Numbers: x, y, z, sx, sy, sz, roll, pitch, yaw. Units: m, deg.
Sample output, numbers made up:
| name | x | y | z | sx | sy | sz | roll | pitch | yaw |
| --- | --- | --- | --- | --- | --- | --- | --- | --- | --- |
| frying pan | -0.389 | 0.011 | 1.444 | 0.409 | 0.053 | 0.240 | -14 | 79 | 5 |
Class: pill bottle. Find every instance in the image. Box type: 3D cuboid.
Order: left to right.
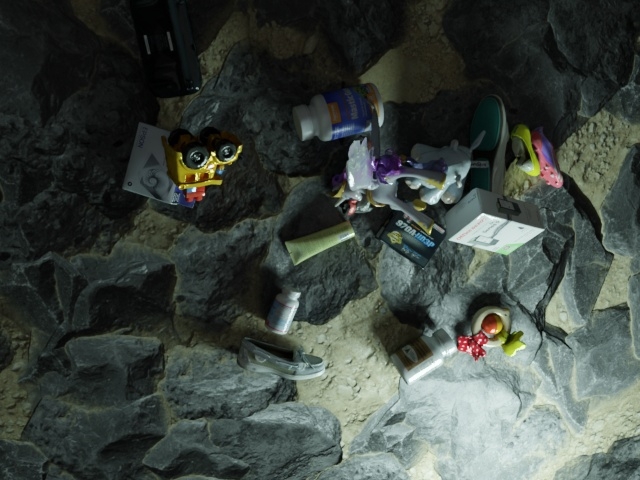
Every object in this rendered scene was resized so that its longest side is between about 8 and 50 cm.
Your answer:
| name | x | y | z | sx | sy | sz | roll | pitch | yaw |
| --- | --- | --- | --- | --- | --- | --- | --- | --- | --- |
| pill bottle | -0.130 | 0.243 | 1.716 | 0.087 | 0.087 | 0.160 | 21 | 96 | -16 |
| pill bottle | 0.055 | -0.411 | 1.583 | 0.272 | 0.152 | 0.152 | -16 | 105 | -10 |
| pill bottle | 0.395 | 0.437 | 1.852 | 0.229 | 0.131 | 0.131 | -31 | 107 | -5 |

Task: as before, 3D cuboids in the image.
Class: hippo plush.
| name | x | y | z | sx | sy | sz | roll | pitch | yaw |
| --- | --- | --- | --- | --- | --- | --- | --- | --- | --- |
| hippo plush | 0.426 | -0.220 | 1.623 | 0.295 | 0.236 | 0.234 | -8 | 103 | 13 |

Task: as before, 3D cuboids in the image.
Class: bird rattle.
| name | x | y | z | sx | sy | sz | roll | pitch | yaw |
| --- | --- | --- | --- | --- | --- | --- | --- | --- | --- |
| bird rattle | 0.667 | 0.362 | 1.927 | 0.254 | 0.143 | 0.206 | -1 | 91 | 1 |

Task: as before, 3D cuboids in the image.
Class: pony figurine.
| name | x | y | z | sx | sy | sz | roll | pitch | yaw |
| --- | --- | --- | --- | --- | --- | --- | --- | --- | --- |
| pony figurine | 0.195 | -0.204 | 1.483 | 0.364 | 0.302 | 0.350 | 17 | 135 | 13 |

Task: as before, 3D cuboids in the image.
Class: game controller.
| name | x | y | z | sx | sy | sz | roll | pitch | yaw |
| --- | --- | --- | --- | --- | --- | --- | --- | --- | --- |
| game controller | -0.470 | -0.603 | 1.481 | 0.167 | 0.067 | 0.318 | -8 | 103 | 4 |

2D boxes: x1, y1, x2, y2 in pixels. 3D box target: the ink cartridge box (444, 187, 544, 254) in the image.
| name | x | y | z | sx | sy | sz | roll | pitch | yaw |
| --- | --- | --- | --- | --- | --- | --- | --- | --- | --- |
| ink cartridge box | 0.617 | -0.064 | 1.743 | 0.273 | 0.198 | 0.114 | 12 | 57 | -19 |

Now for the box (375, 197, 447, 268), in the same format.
| name | x | y | z | sx | sy | sz | roll | pitch | yaw |
| --- | --- | --- | --- | --- | --- | --- | --- | --- | --- |
| box | 0.335 | -0.024 | 1.781 | 0.220 | 0.051 | 0.175 | 33 | 93 | -17 |

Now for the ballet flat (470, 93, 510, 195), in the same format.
| name | x | y | z | sx | sy | sz | roll | pitch | yaw |
| --- | --- | --- | --- | --- | --- | --- | --- | --- | --- |
| ballet flat | 0.618 | -0.320 | 1.755 | 0.139 | 0.139 | 0.399 | -4 | 107 | -12 |

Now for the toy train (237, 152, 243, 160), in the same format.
| name | x | y | z | sx | sy | sz | roll | pitch | yaw |
| --- | --- | --- | --- | --- | --- | --- | --- | --- | --- |
| toy train | -0.332 | -0.272 | 1.591 | 0.159 | 0.027 | 0.036 | -8 | 101 | -11 |

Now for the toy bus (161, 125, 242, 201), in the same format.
| name | x | y | z | sx | sy | sz | roll | pitch | yaw |
| --- | --- | --- | --- | --- | --- | --- | --- | --- | --- |
| toy bus | -0.363 | -0.227 | 1.496 | 0.220 | 0.149 | 0.211 | -15 | 127 | -32 |

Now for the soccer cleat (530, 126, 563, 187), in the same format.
| name | x | y | z | sx | sy | sz | roll | pitch | yaw |
| --- | --- | --- | --- | --- | --- | --- | --- | --- | --- |
| soccer cleat | 0.855 | -0.310 | 1.824 | 0.095 | 0.083 | 0.248 | -42 | 105 | -6 |

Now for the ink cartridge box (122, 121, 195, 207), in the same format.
| name | x | y | z | sx | sy | sz | roll | pitch | yaw |
| --- | --- | --- | --- | --- | --- | --- | --- | --- | --- |
| ink cartridge box | -0.488 | -0.235 | 1.540 | 0.224 | 0.045 | 0.223 | 16 | 98 | -7 |

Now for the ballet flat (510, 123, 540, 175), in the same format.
| name | x | y | z | sx | sy | sz | roll | pitch | yaw |
| --- | --- | --- | --- | --- | --- | --- | --- | --- | --- |
| ballet flat | 0.740 | -0.315 | 1.776 | 0.077 | 0.077 | 0.231 | -45 | 124 | -23 |

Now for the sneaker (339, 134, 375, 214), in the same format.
| name | x | y | z | sx | sy | sz | roll | pitch | yaw |
| --- | --- | --- | --- | --- | --- | --- | --- | --- | --- |
| sneaker | 0.152 | -0.219 | 1.675 | 0.135 | 0.097 | 0.275 | 6 | 103 | -13 |

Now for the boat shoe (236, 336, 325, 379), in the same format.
| name | x | y | z | sx | sy | sz | roll | pitch | yaw |
| --- | --- | --- | --- | --- | --- | --- | --- | --- | --- |
| boat shoe | -0.134 | 0.420 | 1.741 | 0.321 | 0.118 | 0.103 | 12 | 103 | -8 |

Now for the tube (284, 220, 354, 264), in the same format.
| name | x | y | z | sx | sy | sz | roll | pitch | yaw |
| --- | --- | --- | --- | --- | --- | --- | --- | --- | --- |
| tube | 0.000 | 0.000 | 1.713 | 0.240 | 0.062 | 0.070 | -23 | 62 | -2 |
